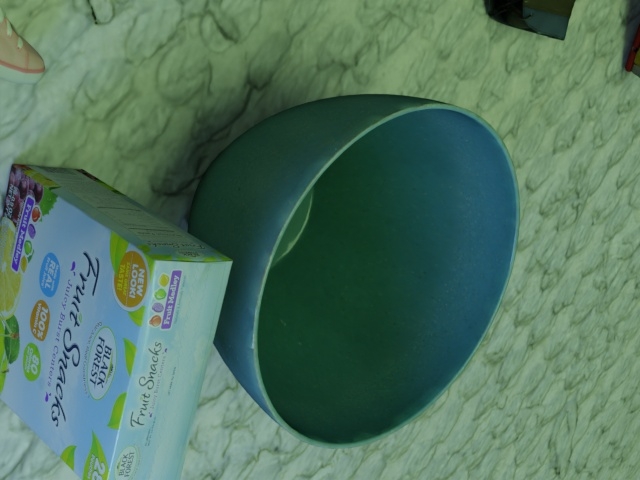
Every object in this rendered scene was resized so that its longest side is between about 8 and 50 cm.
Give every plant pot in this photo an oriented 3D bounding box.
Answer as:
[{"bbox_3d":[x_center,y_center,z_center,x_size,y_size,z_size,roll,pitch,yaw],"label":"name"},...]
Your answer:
[{"bbox_3d":[0.000,0.000,0.930,0.290,0.195,0.290,-22,124,-35],"label":"plant pot"}]

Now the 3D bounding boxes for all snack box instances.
[{"bbox_3d":[-0.165,0.057,0.792,0.070,0.207,0.174,1,109,-44],"label":"snack box"}]

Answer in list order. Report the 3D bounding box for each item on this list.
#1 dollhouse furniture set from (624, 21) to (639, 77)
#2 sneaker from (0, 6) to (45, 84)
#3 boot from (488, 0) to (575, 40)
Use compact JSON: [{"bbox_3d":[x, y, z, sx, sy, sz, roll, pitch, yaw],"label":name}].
[{"bbox_3d":[0.446,-0.378,1.237,0.201,0.152,0.374,-29,145,-31],"label":"dollhouse furniture set"},{"bbox_3d":[-0.227,-0.158,0.732,0.134,0.051,0.070,28,106,-44],"label":"sneaker"},{"bbox_3d":[0.197,-0.253,1.077,0.219,0.082,0.106,-6,112,-44],"label":"boot"}]
